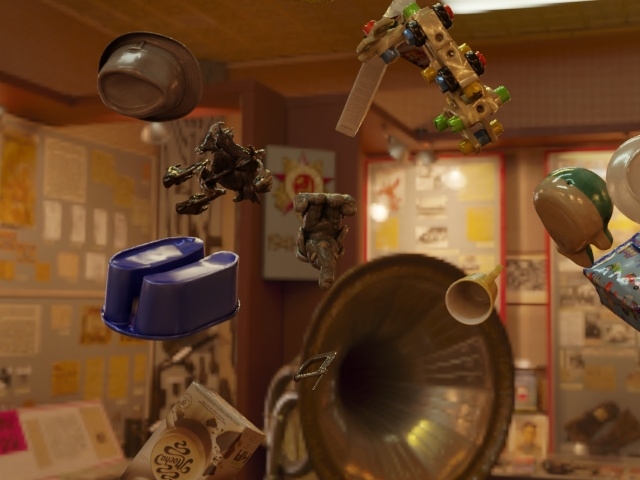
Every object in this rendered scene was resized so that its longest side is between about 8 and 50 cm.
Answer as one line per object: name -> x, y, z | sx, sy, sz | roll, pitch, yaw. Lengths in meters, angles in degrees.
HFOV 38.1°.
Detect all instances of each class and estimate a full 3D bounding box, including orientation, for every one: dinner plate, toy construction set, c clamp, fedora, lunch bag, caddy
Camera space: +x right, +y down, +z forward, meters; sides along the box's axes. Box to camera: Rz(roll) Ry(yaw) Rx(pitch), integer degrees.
dinner plate -> 0.464, -0.085, 1.268 | 0.141, 0.141, 0.017 | 0, -16, 8
toy construction set -> 0.215, -0.310, 1.689 | 0.327, 0.151, 0.215 | 43, -2, 6
c clamp -> -0.020, 0.333, 2.387 | 0.137, 0.022, 0.160 | -48, 15, -29
fedora -> -0.447, -0.391, 2.327 | 0.275, 0.244, 0.124 | 12, 33, 8
lunch bag -> 0.809, 0.067, 2.168 | 0.293, 0.138, 0.221 | -39, 29, -1
caddy -> -0.333, 0.121, 2.091 | 0.241, 0.179, 0.341 | 20, 24, 33

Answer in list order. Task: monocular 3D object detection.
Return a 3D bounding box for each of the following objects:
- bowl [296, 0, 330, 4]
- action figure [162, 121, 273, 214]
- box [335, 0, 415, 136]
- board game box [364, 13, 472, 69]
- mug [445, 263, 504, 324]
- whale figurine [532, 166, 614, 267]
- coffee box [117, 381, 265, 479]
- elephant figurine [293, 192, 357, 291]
bowl -> -0.031, -0.655, 1.928 | 0.289, 0.289, 0.156 | 4, -29, -34
action figure -> -0.174, -0.136, 1.719 | 0.275, 0.164, 0.141 | -17, 20, 46
box -> 0.140, -0.443, 2.339 | 0.058, 0.322, 0.232 | 25, 32, 0
board game box -> 0.239, -0.443, 2.132 | 0.259, 0.030, 0.136 | 19, -18, -35
mug -> 0.210, 0.069, 1.211 | 0.078, 0.062, 0.064 | -17, 7, 29
whale figurine -> 0.581, -0.055, 2.083 | 0.216, 0.141, 0.272 | 38, -17, 39
coffee box -> -0.281, 0.472, 1.951 | 0.168, 0.297, 0.119 | 34, -6, 26
elephant figurine -> 0.000, 0.000, 2.355 | 0.169, 0.239, 0.186 | 3, 3, 32
